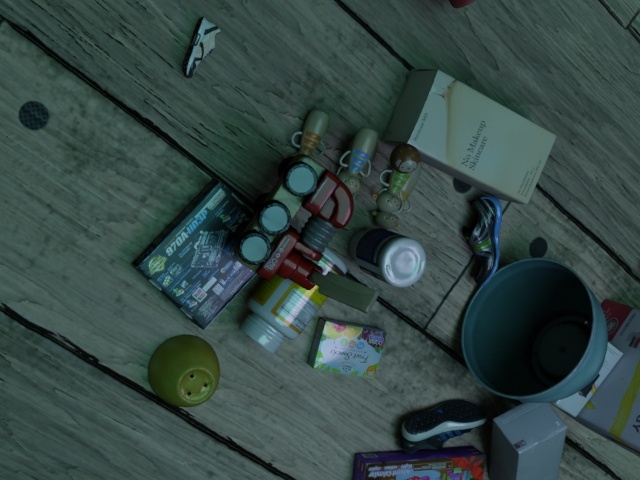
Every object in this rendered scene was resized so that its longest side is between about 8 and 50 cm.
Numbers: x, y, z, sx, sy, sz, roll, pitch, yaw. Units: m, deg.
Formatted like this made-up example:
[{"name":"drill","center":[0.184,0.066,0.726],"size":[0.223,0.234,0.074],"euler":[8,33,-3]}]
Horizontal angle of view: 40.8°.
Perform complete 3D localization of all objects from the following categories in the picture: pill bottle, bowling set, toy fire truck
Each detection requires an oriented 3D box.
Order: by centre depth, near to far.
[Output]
[{"name":"toy fire truck","center":[0.000,0.000,1.494],"size":[0.246,0.158,0.217],"euler":[33,94,-14]},{"name":"bowling set","center":[0.086,-0.120,1.587],"size":[0.287,0.200,0.154],"euler":[23,91,-21]},{"name":"pill bottle","center":[-0.055,0.102,1.604],"size":[0.117,0.117,0.215],"euler":[41,83,-24]},{"name":"pill bottle","center":[0.121,0.027,1.636],"size":[0.094,0.169,0.094],"euler":[-5,102,-23]}]

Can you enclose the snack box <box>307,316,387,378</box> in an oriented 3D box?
[{"name":"snack box","center":[0.054,0.215,1.714],"size":[0.141,0.037,0.100],"euler":[12,96,-24]}]

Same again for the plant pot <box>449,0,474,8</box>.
[{"name":"plant pot","center":[0.275,-0.602,1.552],"size":[0.275,0.275,0.243],"euler":[-46,105,-9]}]

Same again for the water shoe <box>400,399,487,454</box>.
[{"name":"water shoe","center":[0.257,0.397,1.829],"size":[0.203,0.073,0.080],"euler":[-6,129,-22]}]

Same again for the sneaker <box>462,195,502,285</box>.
[{"name":"sneaker","center":[0.332,0.000,1.788],"size":[0.078,0.067,0.188],"euler":[0,102,-1]}]

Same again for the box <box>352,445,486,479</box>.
[{"name":"box","center":[0.204,0.548,1.828],"size":[0.293,0.057,0.201],"euler":[2,99,-23]}]

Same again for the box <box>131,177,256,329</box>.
[{"name":"box","center":[-0.203,0.025,1.563],"size":[0.220,0.051,0.175],"euler":[-48,113,-9]}]

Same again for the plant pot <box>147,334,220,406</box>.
[{"name":"plant pot","center":[-0.237,0.249,1.565],"size":[0.134,0.095,0.134],"euler":[-5,101,-23]}]

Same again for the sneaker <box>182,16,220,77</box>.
[{"name":"sneaker","center":[-0.207,-0.333,1.503],"size":[0.043,0.040,0.109],"euler":[21,91,-27]}]

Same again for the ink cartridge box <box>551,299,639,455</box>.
[{"name":"ink cartridge box","center":[0.711,0.314,1.821],"size":[0.160,0.384,0.279],"euler":[36,84,-25]}]

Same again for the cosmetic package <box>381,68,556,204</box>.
[{"name":"cosmetic package","center":[0.295,-0.203,1.702],"size":[0.309,0.113,0.160],"euler":[22,91,-26]}]

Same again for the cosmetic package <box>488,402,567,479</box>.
[{"name":"cosmetic package","center":[0.438,0.452,1.833],"size":[0.127,0.107,0.238],"euler":[-22,134,-16]}]

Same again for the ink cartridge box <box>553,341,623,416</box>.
[{"name":"ink cartridge box","center":[0.550,0.275,1.876],"size":[0.072,0.127,0.175],"euler":[34,94,-26]}]

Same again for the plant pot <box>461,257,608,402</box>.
[{"name":"plant pot","center":[0.467,0.205,1.772],"size":[0.196,0.293,0.293],"euler":[30,87,-41]}]
